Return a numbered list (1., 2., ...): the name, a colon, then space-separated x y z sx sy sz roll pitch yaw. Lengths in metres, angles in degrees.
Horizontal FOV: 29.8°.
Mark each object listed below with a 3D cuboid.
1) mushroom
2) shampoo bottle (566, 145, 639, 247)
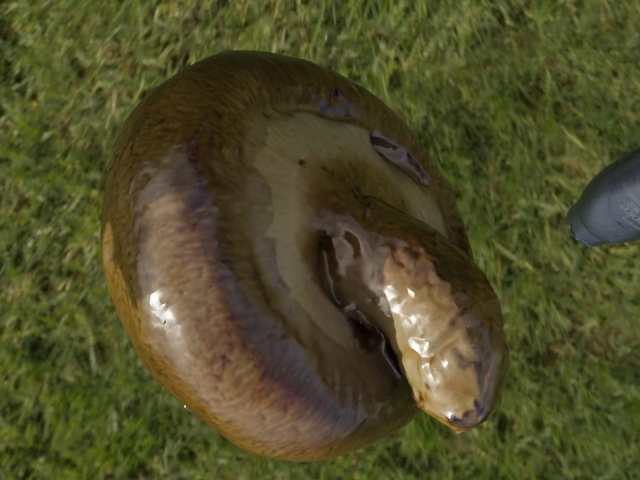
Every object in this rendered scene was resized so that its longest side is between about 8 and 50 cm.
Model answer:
1. mushroom: -0.019 0.010 0.916 0.239 0.345 0.345 -32 110 10
2. shampoo bottle: 0.308 -0.054 1.031 0.087 0.049 0.234 35 143 -18
